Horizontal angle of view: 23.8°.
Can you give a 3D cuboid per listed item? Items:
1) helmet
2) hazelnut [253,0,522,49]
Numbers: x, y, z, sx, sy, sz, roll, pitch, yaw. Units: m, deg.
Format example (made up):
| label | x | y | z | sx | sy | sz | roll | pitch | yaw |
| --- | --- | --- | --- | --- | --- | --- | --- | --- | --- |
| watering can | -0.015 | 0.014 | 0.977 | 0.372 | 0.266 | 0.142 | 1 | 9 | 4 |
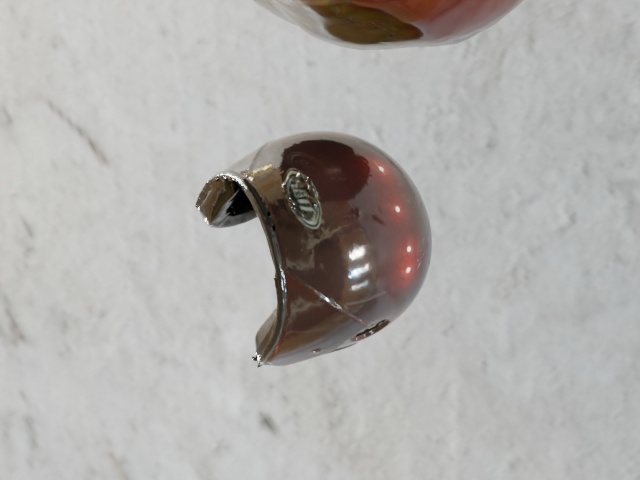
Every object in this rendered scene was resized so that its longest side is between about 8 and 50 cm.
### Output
| label | x | y | z | sx | sy | sz | roll | pitch | yaw |
| --- | --- | --- | --- | --- | --- | --- | --- | --- | --- |
| helmet | 0.000 | 0.000 | 1.339 | 0.193 | 0.216 | 0.189 | -29 | 68 | 13 |
| hazelnut | 0.044 | -0.318 | 1.234 | 0.409 | 0.359 | 0.359 | -93 | -17 | -75 |
